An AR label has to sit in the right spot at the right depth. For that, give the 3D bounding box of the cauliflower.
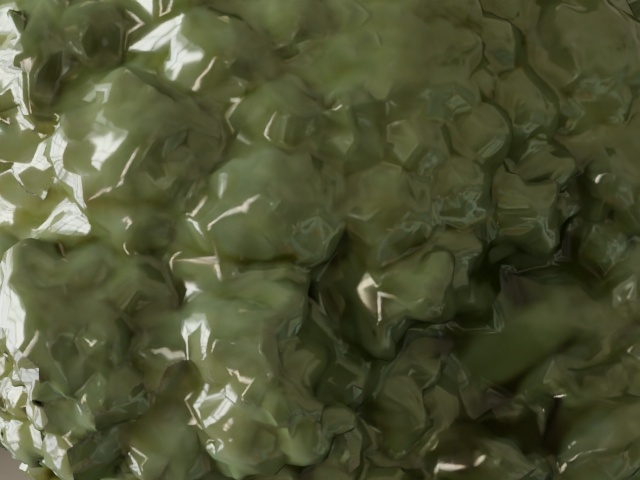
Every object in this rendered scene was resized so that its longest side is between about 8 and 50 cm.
[{"bbox_3d":[0.017,-0.003,0.465,0.260,0.327,0.281,6,158,9],"label":"cauliflower"}]
